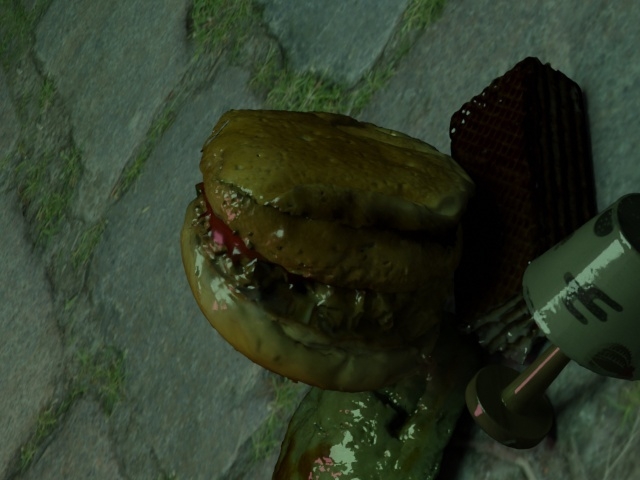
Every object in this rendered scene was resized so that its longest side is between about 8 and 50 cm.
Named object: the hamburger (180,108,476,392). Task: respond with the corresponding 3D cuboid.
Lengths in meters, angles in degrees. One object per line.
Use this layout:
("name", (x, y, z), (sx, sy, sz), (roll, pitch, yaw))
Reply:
("hamburger", (0.000, 0.000, 1.383), (0.244, 0.244, 0.163), (-122, 40, -57))

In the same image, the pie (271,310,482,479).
("pie", (0.031, 0.163, 1.460), (0.201, 0.090, 0.248), (3, 66, 60))

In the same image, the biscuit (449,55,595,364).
("biscuit", (0.166, -0.025, 1.414), (0.106, 0.070, 0.252), (-37, 39, 40))

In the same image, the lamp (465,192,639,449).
("lamp", (0.190, 0.066, 1.259), (0.214, 0.121, 0.121), (-53, 30, 37))
